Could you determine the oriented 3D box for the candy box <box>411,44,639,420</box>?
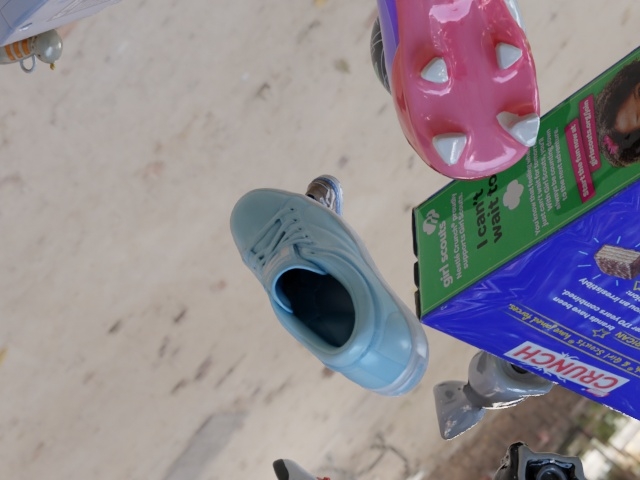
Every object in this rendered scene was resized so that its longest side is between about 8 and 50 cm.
[{"bbox_3d":[0.270,-0.003,1.013,0.317,0.268,0.122,-38,-141,40],"label":"candy box"}]

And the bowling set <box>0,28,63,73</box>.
[{"bbox_3d":[-0.417,-0.341,1.634,0.200,0.154,0.287,-22,110,-54],"label":"bowling set"}]

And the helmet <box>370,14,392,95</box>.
[{"bbox_3d":[0.138,-0.223,1.552,0.169,0.161,0.169,-57,176,-6],"label":"helmet"}]

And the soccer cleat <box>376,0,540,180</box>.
[{"bbox_3d":[0.051,-0.149,0.614,0.083,0.248,0.095,-12,-169,-6],"label":"soccer cleat"}]

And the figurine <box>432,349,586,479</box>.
[{"bbox_3d":[0.193,0.228,1.504,0.092,0.215,0.209,0,156,-23],"label":"figurine"}]

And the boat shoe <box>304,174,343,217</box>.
[{"bbox_3d":[0.000,0.000,1.924,0.066,0.066,0.183,-34,121,-52],"label":"boat shoe"}]

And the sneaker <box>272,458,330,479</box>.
[{"bbox_3d":[0.056,0.390,1.926,0.145,0.270,0.090,-37,151,-9],"label":"sneaker"}]

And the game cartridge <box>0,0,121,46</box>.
[{"bbox_3d":[-0.201,-0.279,1.286,0.294,0.060,0.196,-23,-170,44],"label":"game cartridge"}]

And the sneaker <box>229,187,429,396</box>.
[{"bbox_3d":[-0.016,0.031,1.570,0.135,0.366,0.150,-51,140,4],"label":"sneaker"}]
